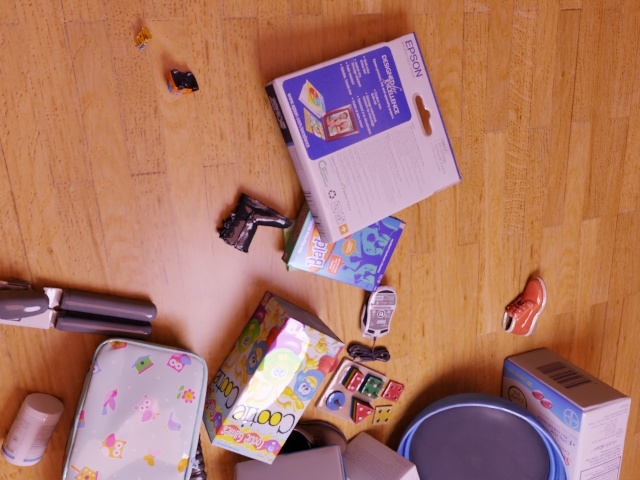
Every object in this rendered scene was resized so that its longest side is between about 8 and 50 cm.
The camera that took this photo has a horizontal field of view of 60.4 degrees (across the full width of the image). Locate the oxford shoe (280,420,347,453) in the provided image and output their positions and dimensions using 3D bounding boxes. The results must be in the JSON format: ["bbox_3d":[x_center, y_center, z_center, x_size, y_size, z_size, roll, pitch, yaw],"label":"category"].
[{"bbox_3d":[-0.028,0.443,1.199,0.227,0.096,0.083,21,95,-28],"label":"oxford shoe"}]

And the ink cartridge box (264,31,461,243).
[{"bbox_3d":[0.088,-0.193,1.026,0.307,0.072,0.304,-26,103,-24],"label":"ink cartridge box"}]

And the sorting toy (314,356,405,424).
[{"bbox_3d":[0.085,0.354,1.247,0.274,0.046,0.132,30,93,-28],"label":"sorting toy"}]

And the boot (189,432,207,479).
[{"bbox_3d":[-0.345,0.544,1.072,0.260,0.131,0.348,-4,107,-22],"label":"boot"}]

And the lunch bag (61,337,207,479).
[{"bbox_3d":[-0.318,0.324,0.974,0.224,0.108,0.279,15,73,-21],"label":"lunch bag"}]

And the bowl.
[{"bbox_3d":[0.373,0.539,1.302,0.390,0.077,0.391,4,107,13],"label":"bowl"}]

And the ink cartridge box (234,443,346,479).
[{"bbox_3d":[-0.039,0.597,1.163,0.223,0.129,0.308,-11,122,-1],"label":"ink cartridge box"}]

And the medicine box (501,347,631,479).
[{"bbox_3d":[0.593,0.464,1.374,0.149,0.263,0.290,-8,108,-21],"label":"medicine box"}]

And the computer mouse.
[{"bbox_3d":[0.122,0.181,1.215,0.106,0.042,0.193,4,110,-19],"label":"computer mouse"}]

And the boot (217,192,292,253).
[{"bbox_3d":[-0.126,-0.023,1.043,0.121,0.045,0.099,28,91,-19],"label":"boot"}]

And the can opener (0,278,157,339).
[{"bbox_3d":[-0.423,0.129,0.934,0.283,0.095,0.076,13,101,-26],"label":"can opener"}]

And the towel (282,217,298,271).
[{"bbox_3d":[0.000,0.000,1.116,0.151,0.023,0.113,-13,109,-19],"label":"towel"}]

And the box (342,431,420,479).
[{"bbox_3d":[0.134,0.568,1.246,0.119,0.181,0.181,-32,116,-29],"label":"box"}]

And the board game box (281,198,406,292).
[{"bbox_3d":[0.048,0.000,1.098,0.210,0.047,0.160,18,100,-24],"label":"board game box"}]

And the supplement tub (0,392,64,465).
[{"bbox_3d":[-0.509,0.334,0.973,0.071,0.071,0.107,26,94,-27],"label":"supplement tub"}]

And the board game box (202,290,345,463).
[{"bbox_3d":[-0.101,0.267,1.087,0.144,0.142,0.275,30,92,-27],"label":"board game box"}]

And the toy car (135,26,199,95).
[{"bbox_3d":[-0.258,-0.294,0.921,0.040,0.060,0.122,-26,101,33],"label":"toy car"}]

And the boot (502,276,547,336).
[{"bbox_3d":[0.505,0.163,1.364,0.084,0.059,0.158,8,104,-20],"label":"boot"}]
